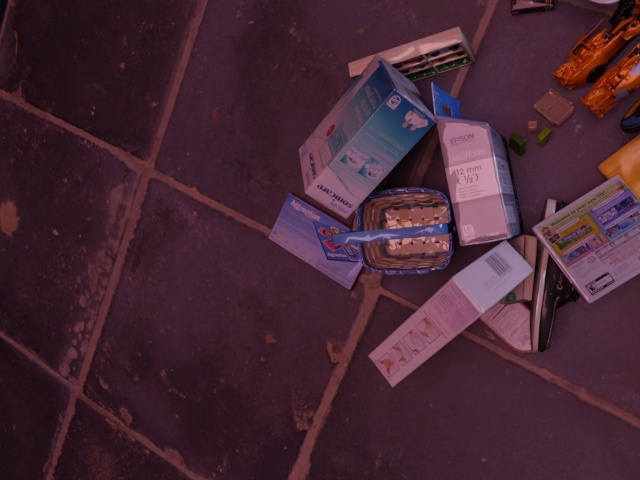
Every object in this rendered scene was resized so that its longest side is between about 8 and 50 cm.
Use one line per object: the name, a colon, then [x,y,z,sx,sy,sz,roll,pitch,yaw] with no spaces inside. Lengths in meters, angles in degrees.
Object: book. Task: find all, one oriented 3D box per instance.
book: [0.445,0.069,1.355,0.035,0.096,0.144,11,75,-12]

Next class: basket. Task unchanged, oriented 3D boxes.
basket: [0.184,-0.020,1.380,0.254,0.289,0.201,-3,96,22]

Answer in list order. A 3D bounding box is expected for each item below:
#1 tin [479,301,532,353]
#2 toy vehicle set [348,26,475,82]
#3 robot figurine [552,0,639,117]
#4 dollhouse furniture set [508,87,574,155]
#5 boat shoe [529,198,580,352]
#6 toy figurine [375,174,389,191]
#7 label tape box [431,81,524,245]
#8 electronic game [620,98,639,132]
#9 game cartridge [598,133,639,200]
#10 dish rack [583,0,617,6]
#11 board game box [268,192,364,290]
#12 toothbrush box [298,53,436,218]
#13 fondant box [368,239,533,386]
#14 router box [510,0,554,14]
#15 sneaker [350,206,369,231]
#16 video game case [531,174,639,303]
tin: [0.447,0.182,1.408,0.189,0.040,0.106,43,104,17]
toy vehicle set: [0.218,-0.419,1.416,0.266,0.166,0.035,-11,85,25]
robot figurine: [0.640,-0.408,1.236,0.291,0.085,0.211,-49,49,26]
dollhouse furniture set: [0.502,-0.264,1.371,0.151,0.058,0.076,-44,66,0]
boat shoe: [0.527,0.082,1.313,0.113,0.127,0.340,8,79,14]
toy figurine: [0.150,-0.221,1.505,0.159,0.130,0.173,-54,46,3]
label tape box: [0.351,-0.169,1.319,0.115,0.249,0.348,-10,88,25]
electronic game: [0.695,-0.290,1.172,0.229,0.229,0.048,-39,95,21]
game cartridge: [0.775,-0.115,1.193,0.285,0.052,0.324,-45,70,32]
dish rack: [0.578,-0.661,1.260,0.285,0.072,0.333,33,93,23]
board game box: [0.000,0.000,1.611,0.281,0.027,0.145,32,106,20]
toothbrush box: [0.091,-0.230,1.334,0.126,0.216,0.295,30,118,-24]
fondant box: [0.279,0.162,1.313,0.096,0.238,0.330,50,134,15]
router box: [0.481,-0.581,1.358,0.092,0.038,0.123,3,93,25]
sneaker: [0.111,-0.069,1.549,0.058,0.052,0.135,6,80,-6]
video game case: [0.586,-0.004,1.245,0.212,0.023,0.193,-32,72,3]
